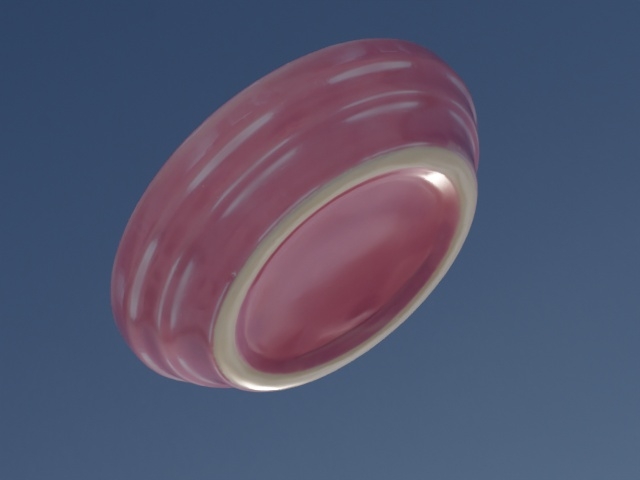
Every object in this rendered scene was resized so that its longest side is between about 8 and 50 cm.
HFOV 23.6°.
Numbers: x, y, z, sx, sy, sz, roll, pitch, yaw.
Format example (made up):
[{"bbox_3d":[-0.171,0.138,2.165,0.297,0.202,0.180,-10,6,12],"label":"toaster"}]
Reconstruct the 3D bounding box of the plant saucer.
[{"bbox_3d":[0.000,0.000,1.181,0.332,0.084,0.332,-29,-33,-21],"label":"plant saucer"}]
